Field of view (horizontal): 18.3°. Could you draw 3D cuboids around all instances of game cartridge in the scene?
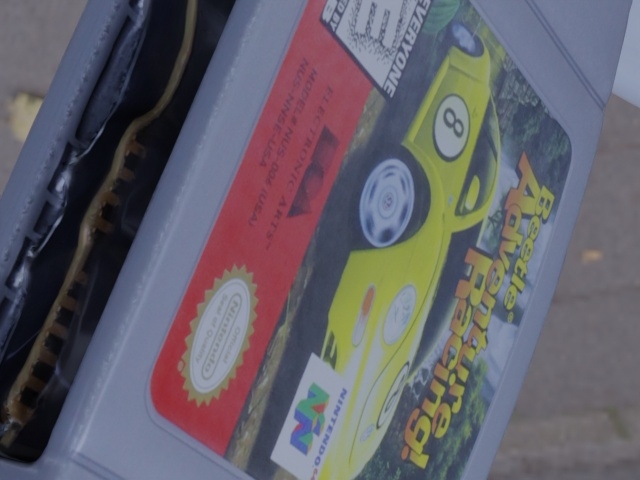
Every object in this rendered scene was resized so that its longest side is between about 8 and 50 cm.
[{"bbox_3d":[0.000,0.000,0.521,0.060,0.294,0.196,14,164,28],"label":"game cartridge"}]

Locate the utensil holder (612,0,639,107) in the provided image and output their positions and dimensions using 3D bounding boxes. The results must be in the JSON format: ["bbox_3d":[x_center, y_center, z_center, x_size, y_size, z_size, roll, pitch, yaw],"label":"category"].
[{"bbox_3d":[0.221,-0.247,1.240,0.328,0.385,0.327,-21,129,-28],"label":"utensil holder"}]
